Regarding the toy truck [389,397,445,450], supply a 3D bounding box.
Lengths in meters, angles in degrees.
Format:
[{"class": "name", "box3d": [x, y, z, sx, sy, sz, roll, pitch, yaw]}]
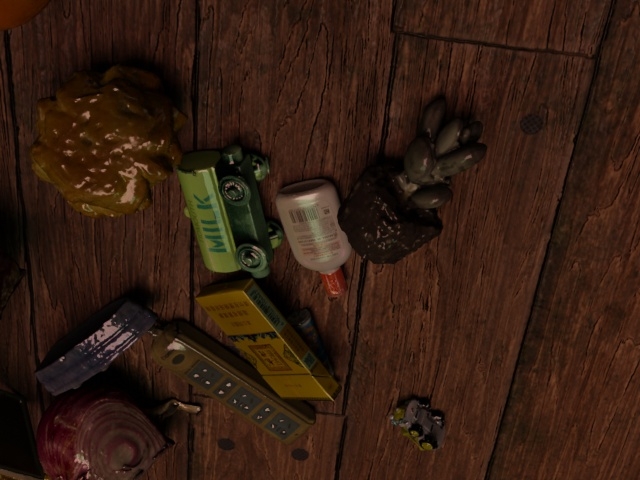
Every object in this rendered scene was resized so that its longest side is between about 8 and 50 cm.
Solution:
[{"class": "toy truck", "box3d": [0.184, 0.357, 1.892, 0.111, 0.076, 0.077, 44, 138, -20]}]

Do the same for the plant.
[{"class": "plant", "box3d": [0.154, -0.087, 1.547, 0.146, 0.149, 0.274, 49, 118, 19]}]

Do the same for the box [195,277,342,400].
[{"class": "box", "box3d": [-0.094, 0.185, 1.777, 0.153, 0.041, 0.279, -12, 122, 49]}]

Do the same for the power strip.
[{"class": "power strip", "box3d": [-0.179, 0.268, 1.876, 0.388, 0.066, 0.092, 36, 118, -16]}]

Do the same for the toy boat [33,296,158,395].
[{"class": "toy boat", "box3d": [-0.414, 0.191, 1.816, 0.283, 0.127, 0.078, -34, 107, 27]}]

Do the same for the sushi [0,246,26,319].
[{"class": "sushi", "box3d": [-0.697, 0.104, 1.654, 0.300, 0.294, 0.281, 11, 160, 47]}]

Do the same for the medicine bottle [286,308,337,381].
[{"class": "medicine bottle", "box3d": [-0.013, 0.216, 1.828, 0.051, 0.051, 0.191, -12, 122, 15]}]

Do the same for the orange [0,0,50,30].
[{"class": "orange", "box3d": [-0.466, -0.396, 1.386, 0.206, 0.206, 0.206, 3, 124, 5]}]

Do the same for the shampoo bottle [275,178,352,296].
[{"class": "shampoo bottle", "box3d": [0.000, 0.000, 1.682, 0.108, 0.051, 0.220, -13, 122, 10]}]

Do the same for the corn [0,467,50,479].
[{"class": "corn", "box3d": [-0.636, 0.494, 2.067, 0.320, 0.097, 0.097, 25, 123, -10]}]

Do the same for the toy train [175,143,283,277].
[{"class": "toy train", "box3d": [-0.160, -0.048, 1.649, 0.157, 0.105, 0.253, 2, 126, 20]}]

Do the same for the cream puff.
[{"class": "cream puff", "box3d": [-0.332, -0.155, 1.531, 0.244, 0.244, 0.196, 19, 155, -6]}]

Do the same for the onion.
[{"class": "onion", "box3d": [-0.435, 0.392, 1.900, 0.230, 0.272, 0.256, 43, 122, -2]}]

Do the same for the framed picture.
[{"class": "framed picture", "box3d": [-0.649, 0.338, 1.830, 0.020, 0.211, 0.289, -41, 139, 12]}]
